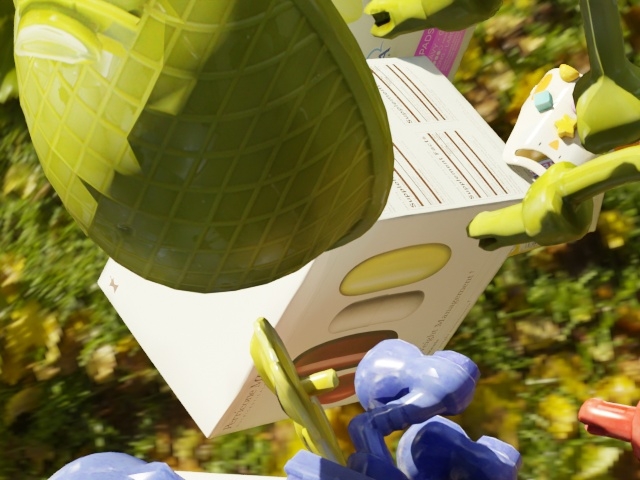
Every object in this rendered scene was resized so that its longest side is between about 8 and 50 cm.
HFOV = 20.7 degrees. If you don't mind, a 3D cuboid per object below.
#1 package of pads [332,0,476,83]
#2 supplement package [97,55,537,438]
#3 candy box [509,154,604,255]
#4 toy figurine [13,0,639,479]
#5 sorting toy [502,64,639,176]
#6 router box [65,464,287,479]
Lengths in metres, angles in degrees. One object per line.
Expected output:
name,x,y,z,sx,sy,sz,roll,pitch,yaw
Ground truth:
package of pads,0.003,-0.196,1.305,0.296,0.101,0.229,-2,124,-45
supplement package,0.000,0.000,1.164,0.203,0.194,0.149,-9,50,-43
candy box,0.137,-0.017,1.446,0.205,0.105,0.027,-16,56,-11
toy figurine,0.002,0.112,0.457,0.217,0.191,0.363,-56,138,-29
sorting toy,0.160,-0.067,1.150,0.083,0.045,0.075,35,75,16
router box,0.011,0.265,0.874,0.301,0.082,0.335,5,38,-8
